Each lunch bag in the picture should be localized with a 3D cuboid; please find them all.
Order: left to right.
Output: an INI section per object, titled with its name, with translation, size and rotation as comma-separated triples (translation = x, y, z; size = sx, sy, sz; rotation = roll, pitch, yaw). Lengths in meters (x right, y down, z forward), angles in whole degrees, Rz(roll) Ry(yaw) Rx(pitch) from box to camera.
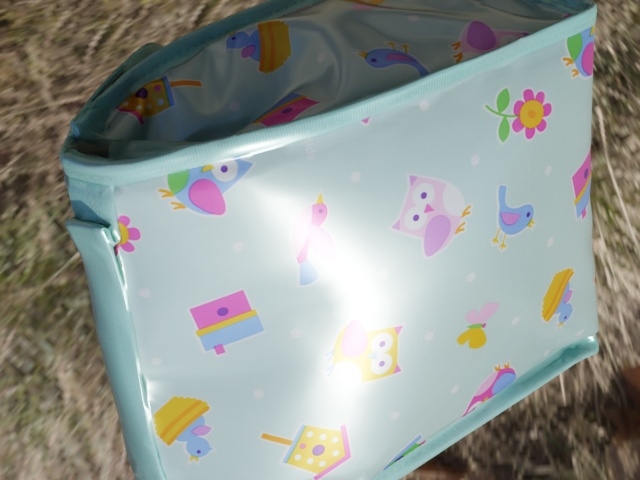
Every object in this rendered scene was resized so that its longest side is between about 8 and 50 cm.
[lunch bag]
translation = 0.000, 0.000, 0.935
size = 0.262, 0.160, 0.223
rotation = -26, 127, -27
